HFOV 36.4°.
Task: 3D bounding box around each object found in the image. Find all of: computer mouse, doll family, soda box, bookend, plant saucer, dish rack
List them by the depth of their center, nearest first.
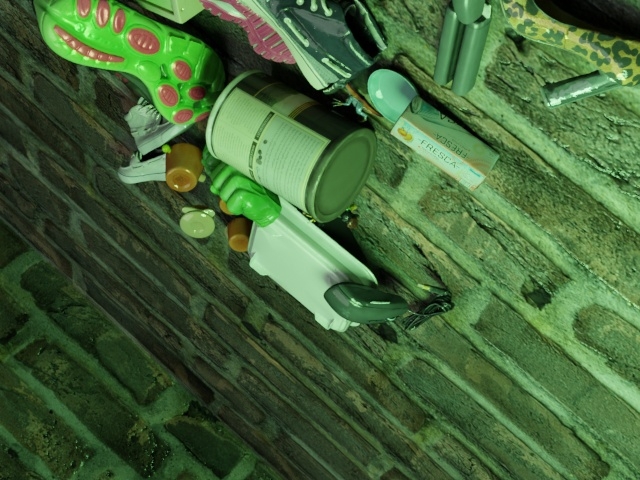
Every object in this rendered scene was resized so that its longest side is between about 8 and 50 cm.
[{"bbox_3d":[0.217,-0.168,1.695,0.183,0.063,0.058,35,150,0],"label":"soda box"},{"bbox_3d":[0.138,-0.260,1.747,0.119,0.021,0.119,32,148,24],"label":"plant saucer"},{"bbox_3d":[0.009,-0.068,2.010,0.111,0.193,0.076,54,135,38],"label":"doll family"},{"bbox_3d":[0.148,0.136,2.039,0.262,0.060,0.184,19,144,-29],"label":"computer mouse"},{"bbox_3d":[-0.037,0.065,2.185,0.333,0.072,0.285,39,151,10],"label":"dish rack"},{"bbox_3d":[0.000,0.000,2.199,0.156,0.072,0.157,5,132,51],"label":"bookend"}]

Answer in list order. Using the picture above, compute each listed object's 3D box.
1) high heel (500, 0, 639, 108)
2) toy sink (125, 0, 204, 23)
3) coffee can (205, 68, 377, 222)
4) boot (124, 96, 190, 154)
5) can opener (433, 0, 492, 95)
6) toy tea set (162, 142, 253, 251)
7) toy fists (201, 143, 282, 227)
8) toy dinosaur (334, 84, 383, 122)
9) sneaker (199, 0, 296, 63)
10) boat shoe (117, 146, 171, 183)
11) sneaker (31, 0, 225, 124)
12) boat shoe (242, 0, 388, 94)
[{"bbox_3d":[0.358,-0.325,1.350,0.186,0.093,0.261,-16,107,38],"label":"high heel"},{"bbox_3d":[-0.325,-0.541,1.882,0.234,0.131,0.153,29,146,28],"label":"toy sink"},{"bbox_3d":[-0.058,-0.187,1.906,0.275,0.201,0.202,32,148,24],"label":"coffee can"},{"bbox_3d":[-0.392,-0.292,2.323,0.258,0.095,0.123,-17,106,52],"label":"boot"},{"bbox_3d":[0.211,-0.327,1.494,0.076,0.095,0.283,35,149,20],"label":"can opener"},{"bbox_3d":[-0.258,-0.117,2.368,0.200,0.124,0.336,-5,132,7],"label":"toy tea set"},{"bbox_3d":[-0.183,-0.140,2.096,0.142,0.096,0.279,41,-164,-37],"label":"toy fists"},{"bbox_3d":[0.069,-0.267,1.833,0.090,0.047,0.082,-9,114,13],"label":"toy dinosaur"},{"bbox_3d":[-0.100,-0.423,1.778,0.103,0.111,0.252,-8,143,47],"label":"sneaker"},{"bbox_3d":[-0.440,-0.205,2.506,0.258,0.095,0.084,-2,123,40],"label":"boat shoe"},{"bbox_3d":[-0.375,-0.394,1.974,0.202,0.185,0.483,44,-172,39],"label":"sneaker"},{"bbox_3d":[-0.021,-0.418,1.676,0.158,0.127,0.340,-14,124,50],"label":"boat shoe"}]
